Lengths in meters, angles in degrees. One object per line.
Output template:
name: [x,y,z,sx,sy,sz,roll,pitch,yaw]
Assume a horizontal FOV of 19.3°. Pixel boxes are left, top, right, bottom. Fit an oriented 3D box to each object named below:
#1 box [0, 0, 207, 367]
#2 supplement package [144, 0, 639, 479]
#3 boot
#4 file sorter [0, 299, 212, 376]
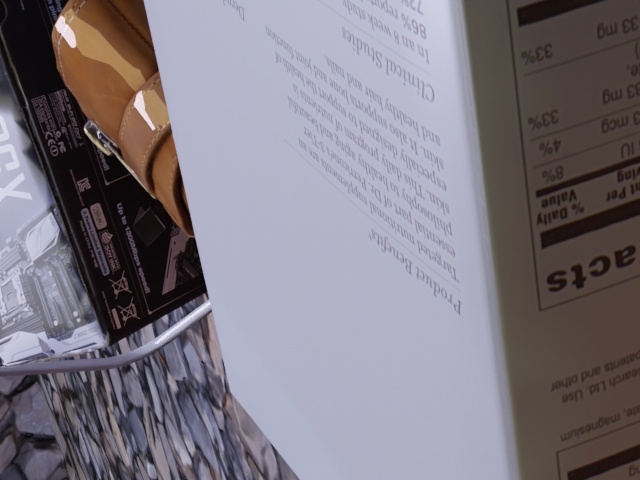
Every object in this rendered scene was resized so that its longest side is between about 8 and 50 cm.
box: [-0.101,-0.126,0.894,0.076,0.242,0.308,-12,101,36]
supplement package: [0.079,-0.054,0.463,0.199,0.198,0.263,45,151,54]
boot: [0.000,0.000,0.746,0.220,0.109,0.283,42,-178,8]
file sorter: [-0.158,-0.080,1.091,0.173,0.193,0.278,-35,71,28]
